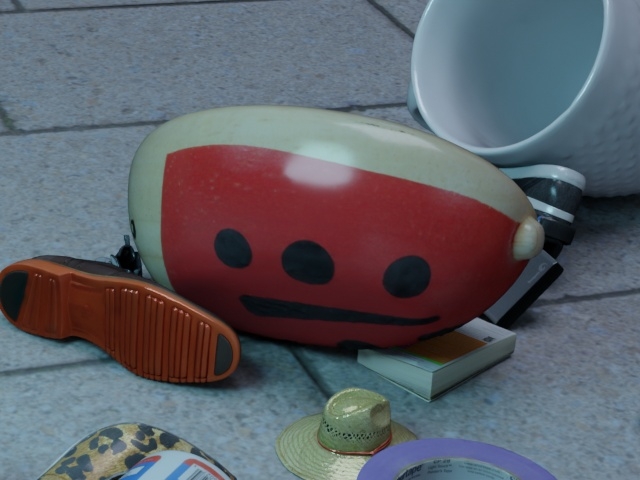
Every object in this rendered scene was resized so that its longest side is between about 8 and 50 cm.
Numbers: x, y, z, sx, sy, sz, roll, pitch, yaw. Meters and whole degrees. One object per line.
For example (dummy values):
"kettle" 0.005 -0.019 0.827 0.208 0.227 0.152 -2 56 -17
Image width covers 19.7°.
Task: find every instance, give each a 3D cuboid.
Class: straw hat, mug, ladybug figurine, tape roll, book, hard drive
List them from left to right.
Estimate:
"ladybug figurine" 0.000 0.000 1.813 0.449 0.305 0.162 2 58 29
"straw hat" 0.033 0.171 1.708 0.144 0.061 0.144 5 27 -3
"book" 0.119 0.109 1.882 0.096 0.035 0.144 23 31 35
"tape roll" 0.117 0.251 1.553 0.189 0.080 0.189 5 28 -3
"hard drive" 0.193 0.030 2.000 0.022 0.094 0.135 44 1 -40
"mug" 0.278 -0.183 2.236 0.374 0.276 0.328 -10 -20 39

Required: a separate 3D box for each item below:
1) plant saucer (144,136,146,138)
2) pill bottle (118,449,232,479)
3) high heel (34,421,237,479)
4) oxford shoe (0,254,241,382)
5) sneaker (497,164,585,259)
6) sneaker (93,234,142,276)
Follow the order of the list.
"plant saucer" -0.048 -0.071 2.078 0.311 0.050 0.310 10 4 -1
"pill bottle" -0.153 0.264 1.412 0.124 0.124 0.221 19 31 22
"high heel" -0.192 0.242 1.534 0.261 0.093 0.186 12 48 -18
"oxford shoe" -0.186 0.065 1.829 0.271 0.097 0.098 19 24 22
"sneaker" 0.208 -0.018 2.104 0.079 0.121 0.217 23 -15 -27
"sneaker" -0.210 0.022 1.928 0.038 0.069 0.098 -11 32 -31
